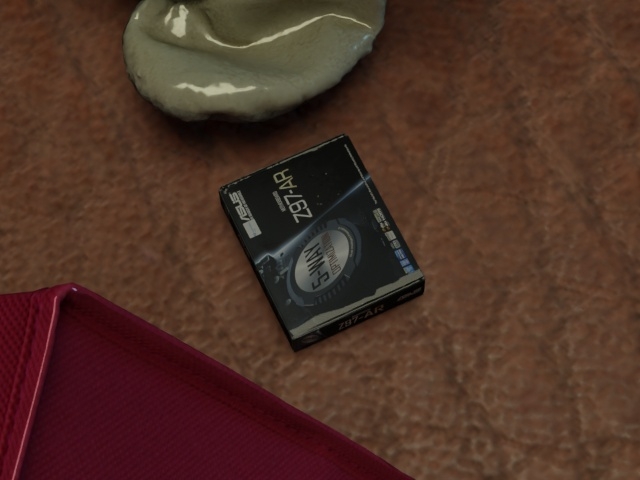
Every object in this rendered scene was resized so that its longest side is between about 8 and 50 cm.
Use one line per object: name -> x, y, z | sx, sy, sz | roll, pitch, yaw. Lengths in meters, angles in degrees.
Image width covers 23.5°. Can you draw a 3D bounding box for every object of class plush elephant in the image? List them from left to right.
plush elephant -> -0.033, -0.216, 0.685 | 0.255, 0.330, 0.272 | -35, 54, 11

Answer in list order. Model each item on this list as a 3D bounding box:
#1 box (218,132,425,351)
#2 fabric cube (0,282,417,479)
box -> 0.000, 0.000, 0.702 | 0.067, 0.018, 0.083 | -23, 68, -8
fabric cube -> -0.119, 0.178, 0.453 | 0.258, 0.254, 0.259 | -3, 63, 33
